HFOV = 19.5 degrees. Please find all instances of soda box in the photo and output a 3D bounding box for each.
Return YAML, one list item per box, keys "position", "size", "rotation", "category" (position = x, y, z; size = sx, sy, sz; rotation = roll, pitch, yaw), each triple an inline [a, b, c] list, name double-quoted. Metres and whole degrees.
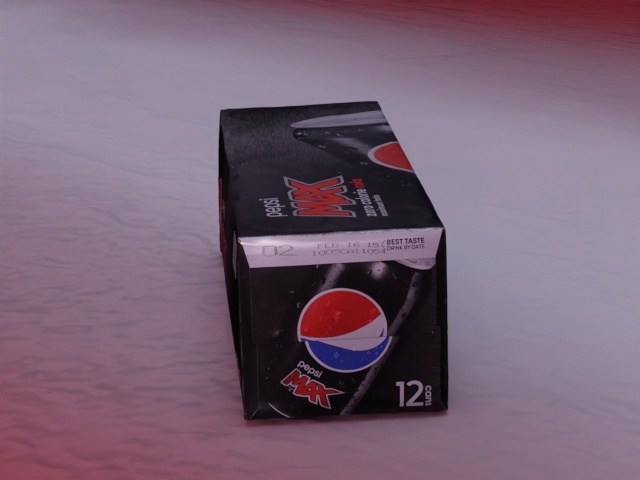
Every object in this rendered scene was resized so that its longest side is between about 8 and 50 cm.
- position: [0.000, 0.000, 0.569]
  size: [0.060, 0.053, 0.169]
  rotation: [-3, 16, -4]
  category: "soda box"
